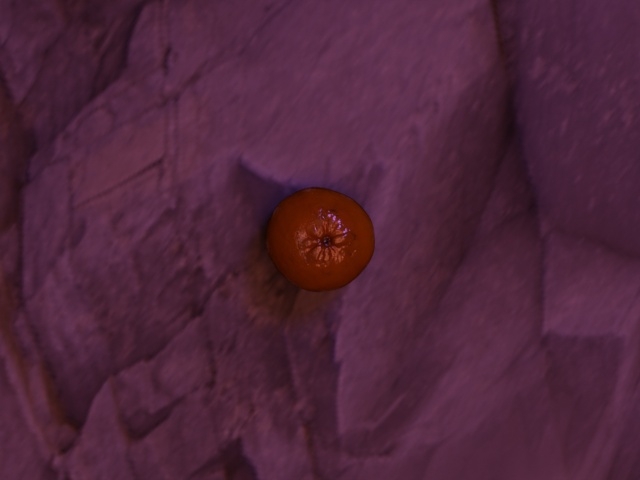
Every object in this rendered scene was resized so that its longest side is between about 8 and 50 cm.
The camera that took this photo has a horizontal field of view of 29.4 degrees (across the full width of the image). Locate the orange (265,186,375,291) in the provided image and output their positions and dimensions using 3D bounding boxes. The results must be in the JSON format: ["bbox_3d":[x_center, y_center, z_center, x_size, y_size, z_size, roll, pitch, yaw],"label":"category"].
[{"bbox_3d":[0.000,0.000,0.928,0.083,0.070,0.083,-2,104,-8],"label":"orange"}]
